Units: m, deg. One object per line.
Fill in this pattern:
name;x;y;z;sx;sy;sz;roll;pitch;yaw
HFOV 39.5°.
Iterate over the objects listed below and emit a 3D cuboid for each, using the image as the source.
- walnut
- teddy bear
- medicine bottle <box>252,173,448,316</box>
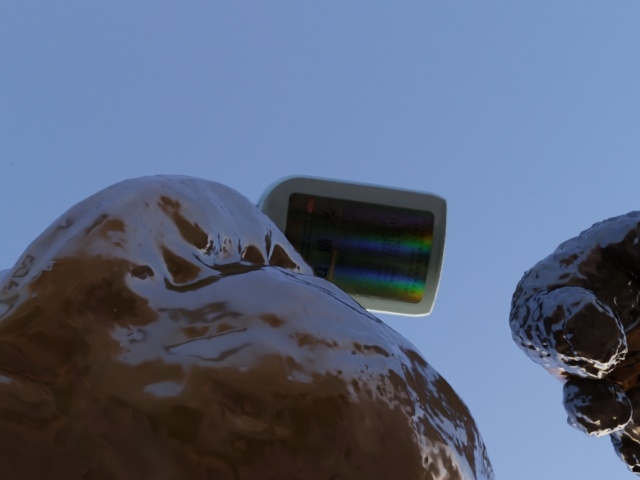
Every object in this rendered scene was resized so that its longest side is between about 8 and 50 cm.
walnut;-0.070;0.153;0.524;0.384;0.383;0.383;-2;-85;-19
teddy bear;0.231;0.082;0.678;0.177;0.140;0.190;-45;-75;-28
medicine bottle;0.000;0.000;0.847;0.229;0.083;0.121;8;-85;-4
